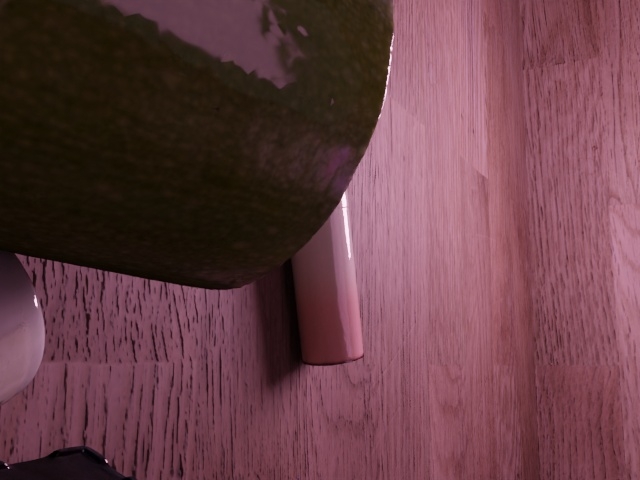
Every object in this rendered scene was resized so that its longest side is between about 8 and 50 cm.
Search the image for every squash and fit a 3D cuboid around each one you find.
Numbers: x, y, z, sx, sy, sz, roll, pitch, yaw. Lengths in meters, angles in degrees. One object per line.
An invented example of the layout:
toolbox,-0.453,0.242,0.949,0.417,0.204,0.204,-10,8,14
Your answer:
squash,-0.178,-0.130,0.368,0.384,0.263,0.263,18,69,-40

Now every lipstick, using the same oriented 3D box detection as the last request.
lipstick,0.000,0.000,0.980,0.087,0.087,0.326,-11,96,-62

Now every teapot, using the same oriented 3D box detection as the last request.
teapot,-0.213,0.227,0.557,0.177,0.087,0.096,12,98,-61

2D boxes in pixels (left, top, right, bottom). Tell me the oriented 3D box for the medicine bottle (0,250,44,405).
medicine bottle,-0.282,0.079,0.375,0.252,0.145,0.144,-38,119,-61
